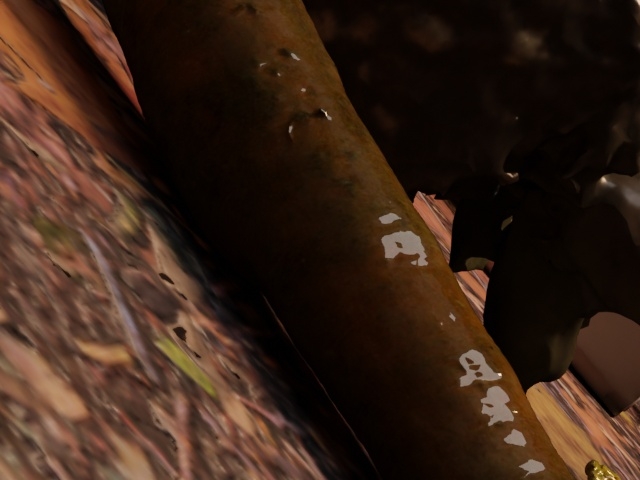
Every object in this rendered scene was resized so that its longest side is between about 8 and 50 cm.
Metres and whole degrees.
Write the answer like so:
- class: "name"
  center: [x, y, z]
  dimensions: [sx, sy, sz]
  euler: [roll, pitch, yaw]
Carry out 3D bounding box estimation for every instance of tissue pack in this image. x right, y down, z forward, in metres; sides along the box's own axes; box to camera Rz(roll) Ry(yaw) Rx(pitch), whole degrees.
- class: "tissue pack"
  center: [0.235, 0.021, 1.142]
  dimensions: [0.136, 0.159, 0.246]
  euler: [51, 9, 12]

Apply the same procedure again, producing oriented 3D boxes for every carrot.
- class: "carrot"
  center: [0.001, -0.001, 0.498]
  dimensions: [0.070, 0.070, 0.342]
  euler: [34, 22, -54]

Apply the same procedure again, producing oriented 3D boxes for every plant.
- class: "plant"
  center: [0.082, -0.093, 0.778]
  dimensions: [0.312, 0.213, 0.215]
  euler: [55, 6, -16]

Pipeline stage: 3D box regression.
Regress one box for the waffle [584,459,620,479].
- class: "waffle"
  center: [0.149, 0.136, 0.726]
  dimensions: [0.085, 0.016, 0.078]
  euler: [54, 10, 30]
